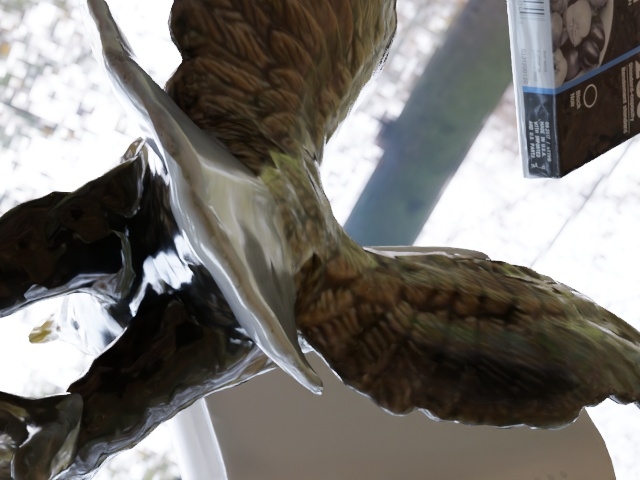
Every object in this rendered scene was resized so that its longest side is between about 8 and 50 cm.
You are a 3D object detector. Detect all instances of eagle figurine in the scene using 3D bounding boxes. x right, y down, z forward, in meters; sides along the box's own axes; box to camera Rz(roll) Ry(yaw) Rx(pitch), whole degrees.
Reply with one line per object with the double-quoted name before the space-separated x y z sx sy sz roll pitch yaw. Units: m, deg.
"eagle figurine" -0.007 -0.001 0.531 0.298 0.226 0.225 -27 -143 -36

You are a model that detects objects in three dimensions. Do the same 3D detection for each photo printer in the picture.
"photo printer" 0.033 0.117 1.157 0.256 0.107 0.307 -2 -151 -13

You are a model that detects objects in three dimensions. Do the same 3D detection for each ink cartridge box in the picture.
"ink cartridge box" 0.225 -0.177 1.486 0.045 0.206 0.208 10 -153 38
